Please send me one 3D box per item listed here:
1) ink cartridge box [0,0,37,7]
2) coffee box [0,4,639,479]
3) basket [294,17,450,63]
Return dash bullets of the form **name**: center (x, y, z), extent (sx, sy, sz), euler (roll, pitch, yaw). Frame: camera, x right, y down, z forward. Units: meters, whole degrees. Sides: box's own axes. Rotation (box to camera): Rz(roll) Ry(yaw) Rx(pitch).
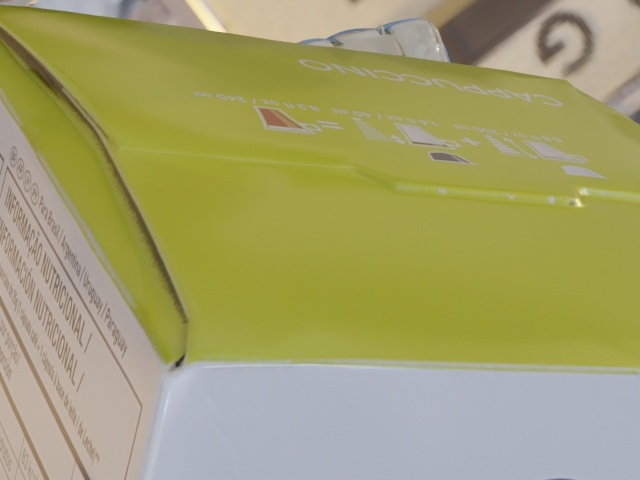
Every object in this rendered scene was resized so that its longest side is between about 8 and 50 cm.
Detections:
- **ink cartridge box**: center (-0.344, -0.250, 1.145), extent (0.385, 0.279, 0.160), euler (-39, 177, 10)
- **coffee box**: center (0.009, 0.117, 0.683), extent (0.338, 0.338, 0.334), euler (48, -52, 56)
- **basket**: center (0.000, 0.000, 1.022), extent (0.201, 0.254, 0.289), euler (-18, 165, -15)
